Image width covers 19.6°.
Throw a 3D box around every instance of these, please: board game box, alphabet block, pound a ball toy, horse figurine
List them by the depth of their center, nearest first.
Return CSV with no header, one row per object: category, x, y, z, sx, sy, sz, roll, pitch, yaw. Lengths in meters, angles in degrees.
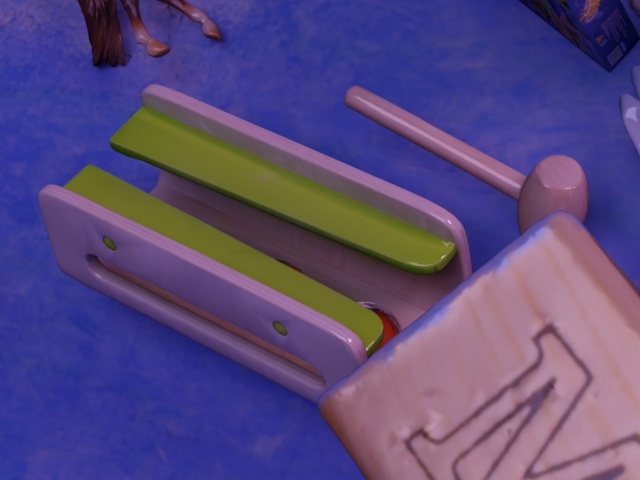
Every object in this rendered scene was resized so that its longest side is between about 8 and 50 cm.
alphabet block,0.151,0.131,1.115,0.193,0.192,0.197,-40,63,8
board game box,0.130,-0.195,1.213,0.035,0.201,0.136,-48,64,2
pound a ball toy,0.000,0.000,1.265,0.319,0.135,0.208,24,57,28
horse figurine,-0.089,-0.241,1.392,0.263,0.066,0.174,-32,71,7

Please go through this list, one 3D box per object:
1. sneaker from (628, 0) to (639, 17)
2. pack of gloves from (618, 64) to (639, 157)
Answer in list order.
sneaker,0.299,-0.269,1.225,0.129,0.111,0.297,30,89,17
pack of gloves,0.313,-0.046,1.194,0.195,0.046,0.232,-21,67,-1
